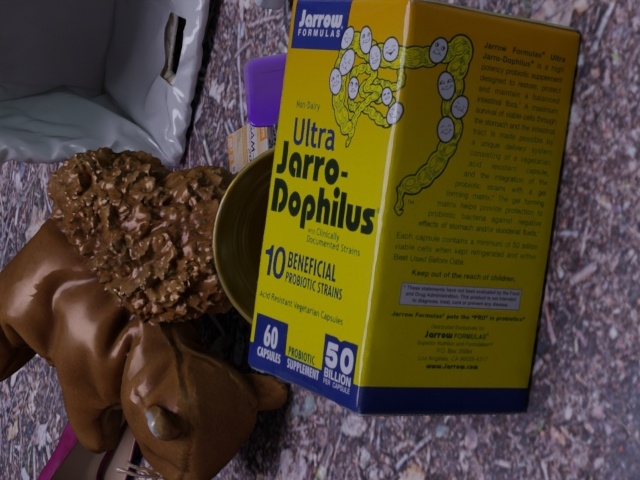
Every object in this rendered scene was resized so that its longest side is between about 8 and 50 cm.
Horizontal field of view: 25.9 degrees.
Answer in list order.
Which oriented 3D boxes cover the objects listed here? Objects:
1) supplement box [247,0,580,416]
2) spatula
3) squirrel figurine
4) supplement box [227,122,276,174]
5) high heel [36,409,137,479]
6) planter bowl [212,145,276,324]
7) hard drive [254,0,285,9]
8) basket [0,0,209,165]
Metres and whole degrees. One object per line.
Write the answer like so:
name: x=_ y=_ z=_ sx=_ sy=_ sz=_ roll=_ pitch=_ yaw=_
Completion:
supplement box: x=0.080 y=-0.034 z=1.283 sx=0.194 sy=0.195 sz=0.357 roll=14 pitch=98 yaw=56
spatula: x=-0.036 y=-0.078 z=1.622 sx=0.030 sy=0.084 sz=0.296 roll=27 pitch=-126 yaw=-77
squirrel figurine: x=-0.207 y=0.094 z=1.673 sx=0.370 sy=0.281 sz=0.397 roll=42 pitch=126 yaw=44
supplement box: x=-0.075 y=-0.111 z=1.696 sx=0.098 sy=0.036 sz=0.062 roll=-24 pitch=67 yaw=55
high heel: x=-0.329 y=0.347 z=1.955 sx=0.181 sy=0.127 sz=0.377 roll=-167 pitch=86 yaw=-69
planter bowl: x=0.000 y=0.000 z=1.468 sx=0.090 sy=0.217 sz=0.217 roll=-42 pitch=-40 yaw=-84
hard drive: x=-0.022 y=-0.443 z=1.606 sx=0.307 sy=0.040 sz=0.203 roll=127 pitch=139 yaw=-51
basket: x=-0.356 y=-0.294 z=1.885 sx=0.266 sy=0.331 sz=0.328 roll=39 pitch=124 yaw=54
